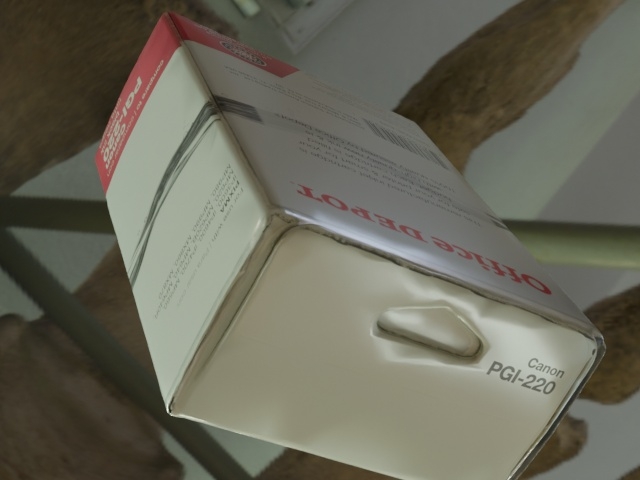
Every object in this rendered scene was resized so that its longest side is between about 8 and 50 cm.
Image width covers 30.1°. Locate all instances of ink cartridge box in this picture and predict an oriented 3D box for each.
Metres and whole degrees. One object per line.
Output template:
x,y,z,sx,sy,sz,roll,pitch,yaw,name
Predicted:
0.000,0.000,0.523,0.159,0.218,0.092,21,-71,-27,ink cartridge box
